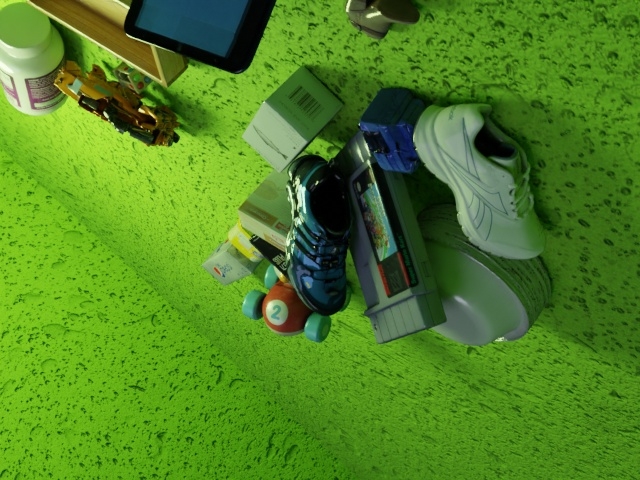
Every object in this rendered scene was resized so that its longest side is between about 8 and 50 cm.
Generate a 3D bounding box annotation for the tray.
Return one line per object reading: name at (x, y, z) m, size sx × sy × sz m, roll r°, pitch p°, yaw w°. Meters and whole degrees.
tray at (-0.456, -0.485, 1.631) m, size 0.411 × 0.076 × 0.202 m, roll 33°, pitch 158°, yaw 18°

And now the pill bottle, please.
pill bottle at (-0.708, -0.444, 1.987) m, size 0.169 × 0.169 × 0.301 m, roll 39°, pitch 158°, yaw 2°

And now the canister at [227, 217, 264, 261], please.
canister at (-0.166, -0.011, 2.074) m, size 0.126 × 0.073 × 0.170 m, roll 43°, pitch 159°, yaw -6°

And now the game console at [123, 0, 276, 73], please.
game console at (-0.201, -0.423, 1.207) m, size 0.293 × 0.173 × 0.250 m, roll 25°, pitch 154°, yaw 32°

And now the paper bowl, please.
paper bowl at (0.258, 0.080, 1.471) m, size 0.284 × 0.148 × 0.284 m, roll 32°, pitch 156°, yaw 16°

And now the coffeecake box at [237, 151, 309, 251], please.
coffeecake box at (-0.049, -0.076, 1.606) m, size 0.142 × 0.185 × 0.068 m, roll 31°, pitch 156°, yaw 23°

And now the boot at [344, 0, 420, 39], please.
boot at (0.087, -0.313, 1.143) m, size 0.118 × 0.042 × 0.087 m, roll 34°, pitch 164°, yaw 17°

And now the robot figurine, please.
robot figurine at (-0.454, -0.308, 1.874) m, size 0.291 × 0.085 × 0.211 m, roll 32°, pitch -164°, yaw 9°

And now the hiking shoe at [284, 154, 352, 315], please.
hiking shoe at (0.000, 0.000, 1.461) m, size 0.132 × 0.113 × 0.303 m, roll -154°, pitch 53°, yaw -66°

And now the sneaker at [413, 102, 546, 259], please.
sneaker at (0.260, -0.081, 1.218) m, size 0.297 × 0.111 × 0.129 m, roll 49°, pitch 151°, yaw -23°

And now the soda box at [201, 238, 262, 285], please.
soda box at (-0.242, 0.050, 2.285) m, size 0.098 × 0.091 × 0.286 m, roll 42°, pitch 158°, yaw -9°

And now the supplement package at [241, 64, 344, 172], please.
supplement package at (-0.054, -0.213, 1.459) m, size 0.105 × 0.105 × 0.179 m, roll 43°, pitch 158°, yaw -4°

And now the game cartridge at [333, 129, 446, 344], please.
game cartridge at (0.104, -0.004, 1.430) m, size 0.230 × 0.068 × 0.354 m, roll 134°, pitch 121°, yaw -71°

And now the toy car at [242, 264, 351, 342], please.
toy car at (-0.066, 0.089, 1.962) m, size 0.219 × 0.210 × 0.237 m, roll 17°, pitch 137°, yaw 25°

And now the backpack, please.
backpack at (0.127, -0.163, 1.279) m, size 0.101 × 0.098 × 0.120 m, roll 17°, pitch 148°, yaw 37°

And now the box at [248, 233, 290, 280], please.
box at (-0.045, -0.008, 1.794) m, size 0.147 × 0.077 × 0.180 m, roll 45°, pitch 134°, yaw -12°

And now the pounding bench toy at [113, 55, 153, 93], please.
pounding bench toy at (-0.419, -0.377, 1.803) m, size 0.065 × 0.052 × 0.083 m, roll 25°, pitch 153°, yaw 33°
